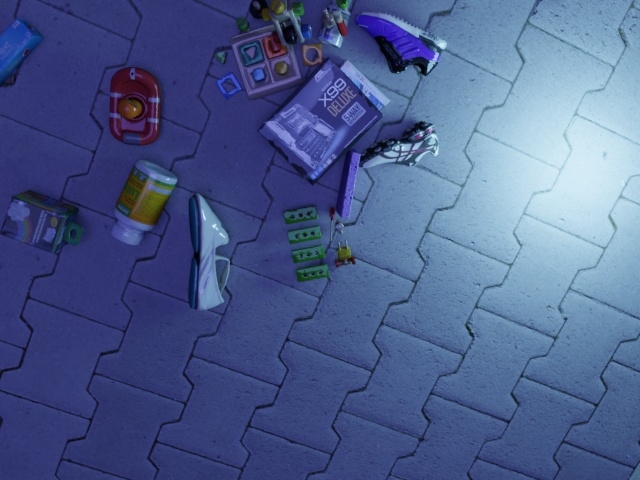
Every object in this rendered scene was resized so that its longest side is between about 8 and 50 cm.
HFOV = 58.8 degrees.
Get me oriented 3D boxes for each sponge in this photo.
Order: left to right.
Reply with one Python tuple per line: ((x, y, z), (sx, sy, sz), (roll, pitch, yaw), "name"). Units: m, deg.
((0.087, -0.184, 1.809), (0.031, 0.117, 0.210), (8, 104, -9), "sponge")

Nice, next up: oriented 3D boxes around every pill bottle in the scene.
((-0.557, -0.115, 1.769), (0.136, 0.136, 0.246), (27, 101, -10), "pill bottle")
((0.046, -0.658, 1.705), (0.078, 0.078, 0.137), (18, 103, -8), "pill bottle")

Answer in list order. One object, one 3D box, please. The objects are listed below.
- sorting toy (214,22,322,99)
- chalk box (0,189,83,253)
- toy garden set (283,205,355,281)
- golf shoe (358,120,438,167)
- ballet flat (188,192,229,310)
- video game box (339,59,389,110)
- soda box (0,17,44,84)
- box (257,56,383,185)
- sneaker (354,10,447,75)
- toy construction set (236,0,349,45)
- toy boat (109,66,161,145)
((-0.163, -0.549, 1.734), (0.347, 0.047, 0.196), (-18, 105, 0), "sorting toy")
((-0.847, -0.052, 1.769), (0.213, 0.132, 0.132), (22, 101, -10), "chalk box")
((0.000, 0.000, 1.888), (0.203, 0.049, 0.244), (-11, 104, 0), "toy garden set")
((0.250, -0.276, 1.808), (0.272, 0.105, 0.120), (-24, 112, 3), "golf shoe")
((-0.360, 0.038, 1.842), (0.139, 0.139, 0.401), (3, 108, -5), "ballet flat")
((0.082, -0.426, 1.784), (0.187, 0.048, 0.205), (40, 99, -10), "video game box")
((-0.919, -0.548, 1.666), (0.210, 0.071, 0.067), (-42, 103, 7), "soda box")
((-0.001, -0.362, 1.733), (0.307, 0.076, 0.242), (-43, 103, 11), "box")
((0.229, -0.588, 1.724), (0.293, 0.102, 0.146), (20, 103, -9), "sneaker")
((-0.073, -0.684, 1.564), (0.308, 0.237, 0.258), (24, 91, 11), "toy construction set")
((-0.560, -0.397, 1.690), (0.150, 0.151, 0.231), (5, 104, -6), "toy boat")
